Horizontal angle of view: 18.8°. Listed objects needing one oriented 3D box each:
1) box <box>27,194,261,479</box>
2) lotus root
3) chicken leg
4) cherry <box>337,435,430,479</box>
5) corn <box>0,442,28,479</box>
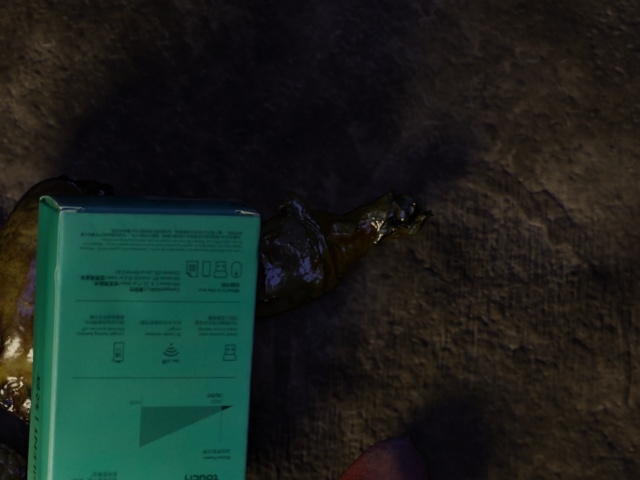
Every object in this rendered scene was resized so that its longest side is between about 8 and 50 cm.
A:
[{"bbox_3d":[-0.175,0.112,1.881,0.205,0.118,0.311,0,97,-17],"label":"box"},{"bbox_3d":[-0.275,0.059,1.968,0.145,0.128,0.260,16,84,-6],"label":"lotus root"},{"bbox_3d":[0.000,0.000,1.974,0.227,0.088,0.103,-30,65,3],"label":"chicken leg"},{"bbox_3d":[0.064,0.264,1.918,0.106,0.087,0.126,36,66,17],"label":"cherry"},{"bbox_3d":[-0.435,0.228,1.969,0.291,0.101,0.101,7,80,3],"label":"corn"}]
